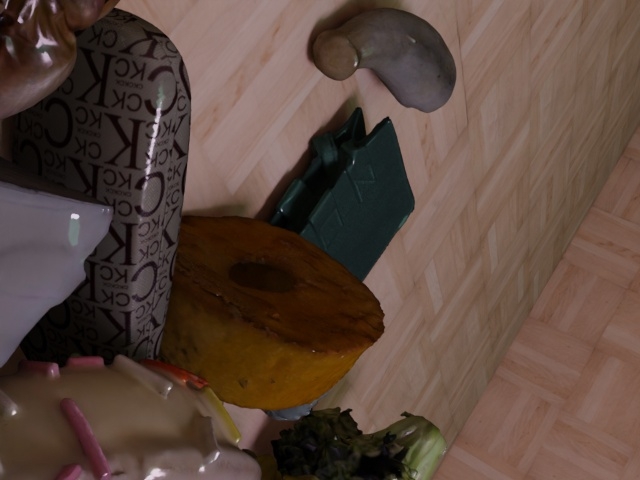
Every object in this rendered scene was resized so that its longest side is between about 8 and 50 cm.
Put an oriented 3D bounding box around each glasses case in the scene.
[{"bbox_3d":[-0.188,-0.015,0.676,0.085,0.137,0.354,-36,146,-55],"label":"glasses case"}]

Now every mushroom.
[{"bbox_3d":[0.089,-0.241,1.049,0.270,0.103,0.118,8,102,-53],"label":"mushroom"}]

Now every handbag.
[{"bbox_3d":[0.000,0.000,1.115,0.326,0.089,0.238,-53,153,-19],"label":"handbag"}]

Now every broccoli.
[{"bbox_3d":[0.090,0.403,1.337,0.281,0.348,0.293,-45,177,-22],"label":"broccoli"}]

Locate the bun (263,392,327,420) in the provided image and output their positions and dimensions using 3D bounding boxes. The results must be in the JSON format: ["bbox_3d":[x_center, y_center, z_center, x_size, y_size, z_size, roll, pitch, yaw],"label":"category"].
[{"bbox_3d":[-0.032,0.215,1.212,0.141,0.083,0.141,-37,-177,2],"label":"bun"}]

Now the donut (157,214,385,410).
[{"bbox_3d":[-0.075,0.069,0.840,0.278,0.278,0.108,-7,129,-61],"label":"donut"}]

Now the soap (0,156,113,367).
[{"bbox_3d":[-0.287,0.069,0.507,0.258,0.159,0.302,18,90,-68],"label":"soap"}]

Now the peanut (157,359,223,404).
[{"bbox_3d":[-0.198,0.192,0.895,0.233,0.110,0.196,-33,141,-50],"label":"peanut"}]

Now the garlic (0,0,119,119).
[{"bbox_3d":[-0.211,-0.145,0.472,0.160,0.191,0.214,-58,163,13],"label":"garlic"}]

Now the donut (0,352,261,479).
[{"bbox_3d":[-0.238,0.209,0.634,0.383,0.142,0.382,-18,155,-9],"label":"donut"}]

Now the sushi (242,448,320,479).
[{"bbox_3d":[-0.123,0.464,1.095,0.329,0.328,0.285,-30,127,-29],"label":"sushi"}]
